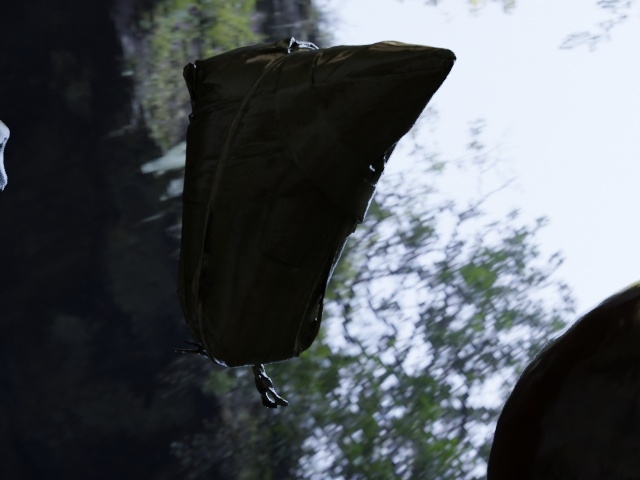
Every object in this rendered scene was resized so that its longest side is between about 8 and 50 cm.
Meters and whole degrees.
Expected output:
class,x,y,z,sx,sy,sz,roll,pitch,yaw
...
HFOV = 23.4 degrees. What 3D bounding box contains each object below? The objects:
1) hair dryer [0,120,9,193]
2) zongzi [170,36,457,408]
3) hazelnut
class,x,y,z,sx,sy,sz,roll,pitch,yaw
hair dryer,-0.232,-0.109,0.552,0.302,0.244,0.116,40,-82,-15
zongzi,0.000,0.000,0.720,0.178,0.081,0.189,9,-83,54
hazelnut,0.317,0.233,1.310,0.402,0.402,0.429,-2,-98,26
